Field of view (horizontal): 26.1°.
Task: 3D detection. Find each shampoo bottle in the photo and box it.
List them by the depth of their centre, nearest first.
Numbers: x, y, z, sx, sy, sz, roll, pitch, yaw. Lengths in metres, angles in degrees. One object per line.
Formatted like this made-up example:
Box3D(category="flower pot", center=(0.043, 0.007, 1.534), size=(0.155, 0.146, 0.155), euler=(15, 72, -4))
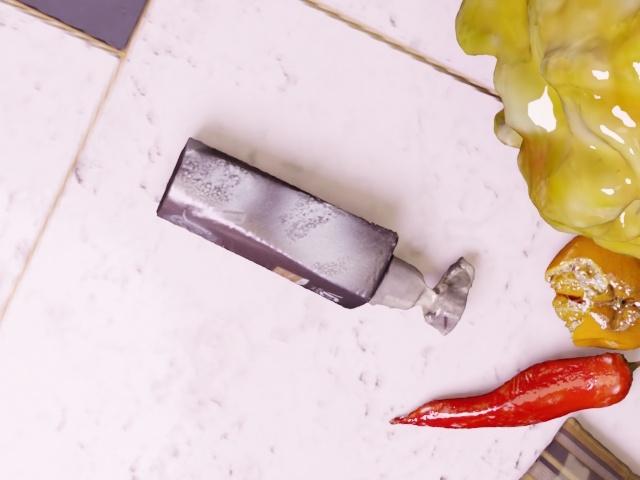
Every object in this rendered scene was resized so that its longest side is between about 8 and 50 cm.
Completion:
Box3D(category="shampoo bottle", center=(0.000, 0.001, 0.880), size=(0.208, 0.057, 0.063), euler=(26, 86, -11))

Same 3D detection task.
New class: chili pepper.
Box3D(category="chili pepper", center=(0.133, 0.105, 0.917), size=(0.178, 0.027, 0.045), euler=(-10, 138, 1))

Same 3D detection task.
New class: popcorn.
Box3D(category="popcorn", center=(0.224, -0.079, 0.815), size=(0.235, 0.242, 0.250), euler=(-33, 113, -10))

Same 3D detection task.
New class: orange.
Box3D(category="orange", center=(0.193, 0.033, 0.906), size=(0.086, 0.062, 0.086), euler=(-1, 98, -10))

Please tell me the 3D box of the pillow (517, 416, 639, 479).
Box3D(category="pillow", center=(0.147, 0.229, 0.938), size=(0.113, 0.038, 0.203), euler=(38, 91, -10))
